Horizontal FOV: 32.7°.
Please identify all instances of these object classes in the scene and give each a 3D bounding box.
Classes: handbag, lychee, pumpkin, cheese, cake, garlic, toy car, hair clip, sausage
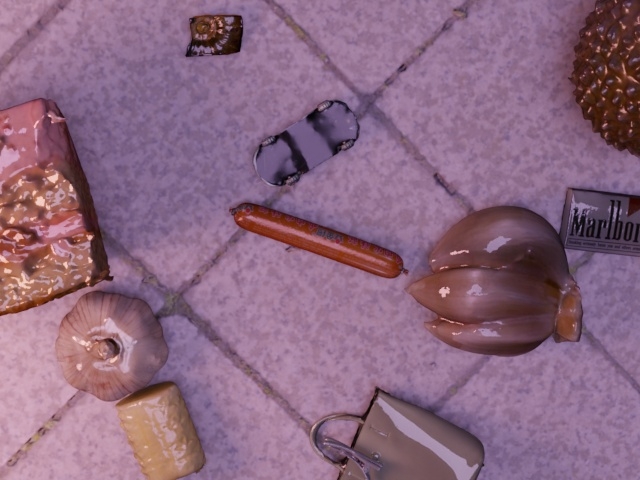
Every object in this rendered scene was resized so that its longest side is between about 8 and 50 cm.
[{"bbox_3d":[0.131,0.412,2.024,0.315,0.109,0.241,23,95,-6],"label":"handbag"},{"bbox_3d":[0.633,-0.324,1.842,0.432,0.380,0.380,-37,102,17],"label":"lychee"},{"bbox_3d":[-0.186,-0.358,1.899,0.101,0.035,0.073,-2,110,-10],"label":"pumpkin"},{"bbox_3d":[-0.286,0.348,1.967,0.123,0.094,0.167,-21,97,6],"label":"cheese"},{"bbox_3d":[-0.522,-0.040,1.780,0.314,0.293,0.307,-18,95,-8],"label":"cake"},{"bbox_3d":[-0.358,0.191,1.866,0.199,0.226,0.199,-1,94,-9],"label":"garlic"},{"bbox_3d":[-0.027,-0.171,1.935,0.205,0.056,0.095,-32,101,2],"label":"toy car"},{"bbox_3d":[0.332,0.075,1.986,0.325,0.132,0.279,13,89,-14],"label":"garlic"},{"bbox_3d":[0.055,0.399,1.994,0.115,0.030,0.039,31,98,7],"label":"hair clip"},{"bbox_3d":[0.000,0.000,1.966,0.347,0.053,0.053,19,96,-10],"label":"sausage"}]

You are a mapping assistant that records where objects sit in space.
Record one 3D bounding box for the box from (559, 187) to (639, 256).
[{"bbox_3d":[0.540,-0.032,2.038,0.177,0.036,0.115,6,97,-8],"label":"box"}]
